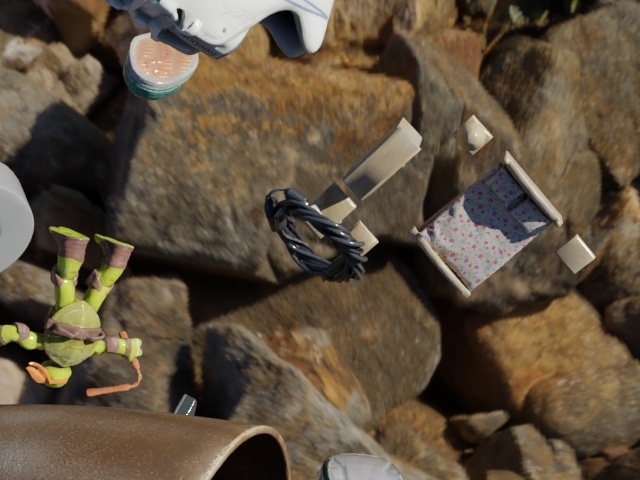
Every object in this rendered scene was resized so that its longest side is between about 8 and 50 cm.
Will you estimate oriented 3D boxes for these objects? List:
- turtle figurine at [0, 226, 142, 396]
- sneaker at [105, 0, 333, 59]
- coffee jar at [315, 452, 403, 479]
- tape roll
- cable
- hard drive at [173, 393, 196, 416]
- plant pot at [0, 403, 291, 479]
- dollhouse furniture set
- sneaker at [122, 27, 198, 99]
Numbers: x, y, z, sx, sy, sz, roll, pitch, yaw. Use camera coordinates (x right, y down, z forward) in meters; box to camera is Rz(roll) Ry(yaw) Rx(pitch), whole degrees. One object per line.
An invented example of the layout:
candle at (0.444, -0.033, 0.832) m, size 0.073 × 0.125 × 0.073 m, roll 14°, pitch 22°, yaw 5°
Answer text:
turtle figurine at (-0.325, 0.096, 1.446) m, size 0.269 × 0.087 × 0.217 m, roll 13°, pitch 96°, yaw -29°
sneaker at (-0.098, -0.189, 0.762) m, size 0.297 × 0.111 × 0.129 m, roll -1°, pitch 94°, yaw -34°
coffee jar at (0.019, 0.322, 1.278) m, size 0.096 × 0.184 × 0.079 m, roll 9°, pitch 38°, yaw -20°
tape roll at (-0.550, -0.028, 1.739) m, size 0.219 × 0.219 × 0.072 m, roll -29°, pitch 53°, yaw -2°
cable at (0.000, 0.000, 1.551) m, size 0.151 × 0.184 × 0.047 m, roll 24°, pitch 66°, yaw 22°
hard drive at (-0.201, 0.273, 1.480) m, size 0.022 × 0.094 × 0.135 m, roll 27°, pitch 59°, yaw 3°
plant pot at (-0.162, 0.174, 0.610) m, size 0.230 × 0.215 × 0.215 m, roll 13°, pitch 80°, yaw 16°
dollhouse furniture set at (0.187, -0.001, 1.733) m, size 0.303 × 0.174 × 0.355 m, roll -41°, pitch 93°, yaw 14°
sneaker at (-0.261, -0.270, 1.841) m, size 0.108 × 0.302 × 0.121 m, roll 25°, pitch 115°, yaw -8°
